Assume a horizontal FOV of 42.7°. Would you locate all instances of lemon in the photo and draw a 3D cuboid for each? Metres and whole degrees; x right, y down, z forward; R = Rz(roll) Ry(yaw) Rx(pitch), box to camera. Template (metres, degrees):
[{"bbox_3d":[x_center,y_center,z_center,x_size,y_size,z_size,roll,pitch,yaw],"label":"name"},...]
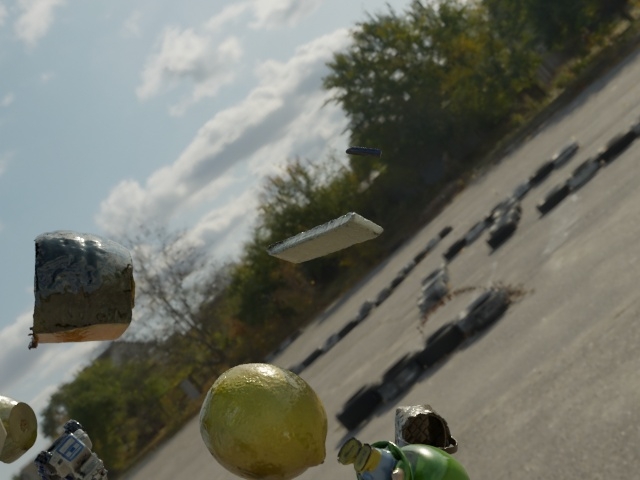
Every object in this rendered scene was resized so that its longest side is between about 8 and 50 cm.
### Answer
[{"bbox_3d":[-0.114,0.358,1.617,0.263,0.236,0.236,-7,10,18],"label":"lemon"}]

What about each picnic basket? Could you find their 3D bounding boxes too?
[{"bbox_3d":[0.241,0.460,1.875,0.128,0.137,0.178,-3,6,-19],"label":"picnic basket"}]

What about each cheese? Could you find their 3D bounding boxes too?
[{"bbox_3d":[0.000,0.003,1.800,0.400,0.085,0.034,-18,50,59],"label":"cheese"}]

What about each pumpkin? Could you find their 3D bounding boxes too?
[{"bbox_3d":[-0.565,0.108,1.901,0.225,0.303,0.256,3,-49,-25],"label":"pumpkin"},{"bbox_3d":[-0.839,0.490,2.210,0.110,0.217,0.217,-19,-4,-3],"label":"pumpkin"}]

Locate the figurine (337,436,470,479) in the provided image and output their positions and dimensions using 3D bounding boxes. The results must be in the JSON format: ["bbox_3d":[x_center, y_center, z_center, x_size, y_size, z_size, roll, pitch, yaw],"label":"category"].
[{"bbox_3d":[0.152,0.407,1.389,0.162,0.263,0.143,-2,58,56],"label":"figurine"}]

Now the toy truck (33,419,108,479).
[{"bbox_3d":[-0.696,0.636,2.334,0.161,0.177,0.213,-49,-13,-33],"label":"toy truck"}]

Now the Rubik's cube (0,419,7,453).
[{"bbox_3d":[-0.927,0.495,1.877,0.291,0.290,0.291,101,175,-52],"label":"Rubik's cube"}]

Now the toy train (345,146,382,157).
[{"bbox_3d":[0.099,-0.204,1.876,0.017,0.083,0.017,77,-156,-59],"label":"toy train"}]
